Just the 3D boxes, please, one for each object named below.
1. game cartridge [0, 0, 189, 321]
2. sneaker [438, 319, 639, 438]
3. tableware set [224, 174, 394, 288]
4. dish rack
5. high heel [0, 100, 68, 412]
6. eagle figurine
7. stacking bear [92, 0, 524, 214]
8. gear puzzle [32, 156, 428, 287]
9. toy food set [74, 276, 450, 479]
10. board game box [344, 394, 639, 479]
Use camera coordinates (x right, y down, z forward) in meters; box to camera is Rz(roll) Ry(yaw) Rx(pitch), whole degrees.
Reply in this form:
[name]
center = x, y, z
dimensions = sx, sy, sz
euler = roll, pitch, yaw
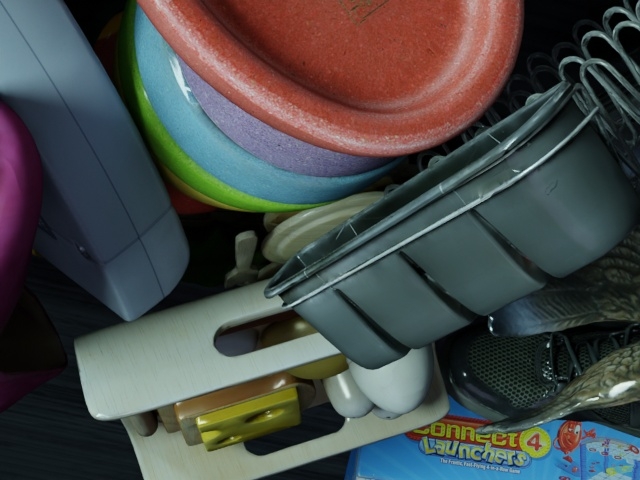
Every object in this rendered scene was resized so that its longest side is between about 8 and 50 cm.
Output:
[game cartridge]
center = -0.169, -0.092, 0.797
dimensions = 0.196, 0.060, 0.294
euler = 37, 161, 43
[sneaker]
center = 0.204, 0.087, 1.188
dimensions = 0.227, 0.087, 0.130
euler = 13, 152, -16
[tableware set]
center = 0.000, 0.000, 0.959
dimensions = 0.128, 0.039, 0.194
euler = -14, 162, -12
[dish rack]
center = 0.116, -0.054, 0.776
dimensions = 0.074, 0.271, 0.208
euler = 50, 142, -7
[high heel]
center = -0.163, 0.010, 0.849
dimensions = 0.181, 0.127, 0.377
euler = -8, 168, -31
[eagle figurine]
center = 0.246, 0.056, 1.000
dimensions = 0.298, 0.226, 0.225
euler = 17, -172, 28
[stacking bear]
center = -0.037, -0.088, 0.822
dimensions = 0.164, 0.175, 0.289
euler = 54, 155, -6
[gear puzzle]
center = -0.028, -0.001, 1.038
dimensions = 0.339, 0.044, 0.175
euler = 2, 156, -18
[toy food set]
center = -0.016, 0.096, 1.010
dimensions = 0.220, 0.092, 0.306
euler = -17, 162, -5
[board game box]
center = 0.173, 0.241, 1.499
dimensions = 0.302, 0.086, 0.308
euler = 8, 154, -1
